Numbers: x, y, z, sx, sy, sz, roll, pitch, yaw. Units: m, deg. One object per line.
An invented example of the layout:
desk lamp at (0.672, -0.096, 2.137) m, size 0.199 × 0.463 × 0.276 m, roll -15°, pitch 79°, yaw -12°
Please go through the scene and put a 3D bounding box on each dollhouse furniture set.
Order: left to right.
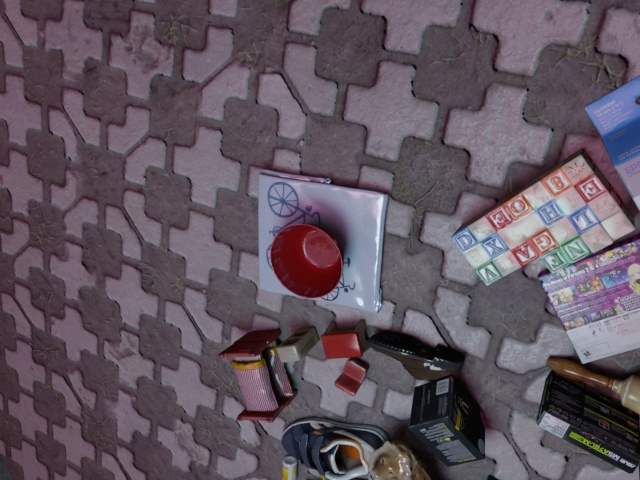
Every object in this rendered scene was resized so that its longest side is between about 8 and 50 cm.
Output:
dollhouse furniture set at (-0.053, 0.338, 1.508) m, size 0.375 × 0.152 × 0.201 m, roll -10°, pitch 102°, yaw 29°

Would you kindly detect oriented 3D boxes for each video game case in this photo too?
video game case at (0.590, 0.118, 1.178) m, size 0.232 × 0.042 × 0.210 m, roll -28°, pitch 93°, yaw 31°

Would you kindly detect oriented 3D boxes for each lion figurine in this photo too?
lion figurine at (0.256, 0.664, 1.409) m, size 0.392 × 0.142 × 0.240 m, roll 38°, pitch 117°, yaw 9°

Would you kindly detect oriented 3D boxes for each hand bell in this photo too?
hand bell at (0.591, 0.292, 1.219) m, size 0.242 × 0.126 × 0.126 m, roll 18°, pitch 115°, yaw 35°

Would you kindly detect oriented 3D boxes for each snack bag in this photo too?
snack bag at (0.000, 0.000, 1.440) m, size 0.343 × 0.037 × 0.322 m, roll 10°, pitch 111°, yaw 21°

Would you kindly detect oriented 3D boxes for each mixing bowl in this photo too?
mixing bowl at (-0.016, 0.034, 1.381) m, size 0.182 × 0.098 × 0.181 m, roll 8°, pitch 111°, yaw 22°

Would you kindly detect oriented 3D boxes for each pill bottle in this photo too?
pill bottle at (-0.089, 0.667, 1.699) m, size 0.044 × 0.043 × 0.083 m, roll 12°, pitch 111°, yaw 23°

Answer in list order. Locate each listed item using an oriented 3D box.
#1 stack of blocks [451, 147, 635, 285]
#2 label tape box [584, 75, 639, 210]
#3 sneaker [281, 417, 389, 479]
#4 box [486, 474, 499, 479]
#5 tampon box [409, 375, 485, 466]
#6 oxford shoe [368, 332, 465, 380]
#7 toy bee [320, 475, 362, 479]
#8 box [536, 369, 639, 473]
stack of blocks at (0.438, -0.025, 1.180) m, size 0.297 × 0.087 × 0.171 m, roll -36°, pitch 89°, yaw 31°
label tape box at (0.651, -0.148, 1.023) m, size 0.241 × 0.106 × 0.333 m, roll -31°, pitch 91°, yaw 30°
sneaker at (0.014, 0.553, 1.565) m, size 0.321 × 0.127 × 0.126 m, roll -11°, pitch 103°, yaw 31°
box at (0.439, 0.680, 1.411) m, size 0.158 × 0.093 × 0.155 m, roll 25°, pitch 116°, yaw 19°
tampon box at (0.294, 0.415, 1.350) m, size 0.102 × 0.120 × 0.161 m, roll -27°, pitch 116°, yaw 32°
oxford shoe at (0.217, 0.286, 1.398) m, size 0.227 × 0.083 × 0.096 m, roll 18°, pitch 116°, yaw 21°
toy bee at (0.001, 0.708, 1.621) m, size 0.299 × 0.162 × 0.195 m, roll -1°, pitch 108°, yaw -1°
box at (0.546, 0.358, 1.198) m, size 0.191 × 0.184 × 0.045 m, roll 25°, pitch 114°, yaw 16°
